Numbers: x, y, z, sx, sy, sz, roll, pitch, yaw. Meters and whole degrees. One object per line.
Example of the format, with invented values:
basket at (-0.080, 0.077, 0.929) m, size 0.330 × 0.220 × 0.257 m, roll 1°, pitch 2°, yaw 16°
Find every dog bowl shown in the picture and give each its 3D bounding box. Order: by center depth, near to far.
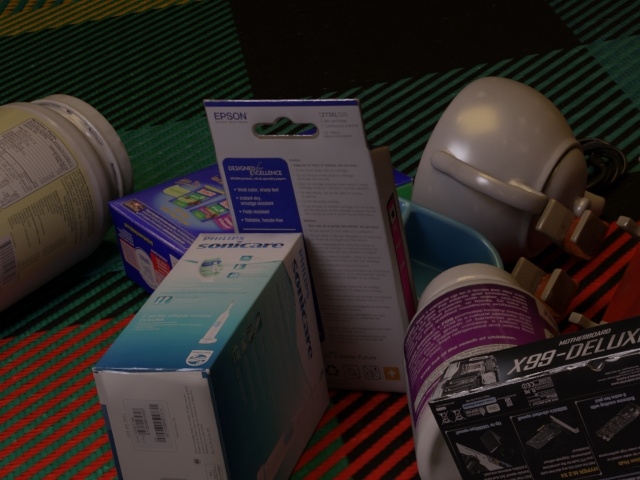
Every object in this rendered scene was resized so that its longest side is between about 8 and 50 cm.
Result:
dog bowl at (0.074, 0.022, 1.989) m, size 0.297 × 0.074 × 0.166 m, roll 23°, pitch 50°, yaw 6°

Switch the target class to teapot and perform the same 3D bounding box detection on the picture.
teapot at (0.238, -0.068, 2.116) m, size 0.187 × 0.252 × 0.256 m, roll 25°, pitch 54°, yaw 23°

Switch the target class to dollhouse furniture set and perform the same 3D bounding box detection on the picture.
dollhouse furniture set at (0.381, 0.017, 1.922) m, size 0.262 × 0.135 × 0.259 m, roll 20°, pitch 80°, yaw 47°

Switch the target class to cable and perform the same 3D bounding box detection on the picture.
cable at (0.324, -0.089, 2.342) m, size 0.150 × 0.047 × 0.184 m, roll 13°, pitch 30°, yaw 31°

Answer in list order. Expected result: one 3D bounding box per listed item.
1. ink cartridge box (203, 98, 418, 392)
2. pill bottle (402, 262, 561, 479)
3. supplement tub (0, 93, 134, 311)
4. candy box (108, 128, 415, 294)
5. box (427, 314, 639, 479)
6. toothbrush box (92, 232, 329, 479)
ink cartridge box at (0.000, 0.000, 1.868) m, size 0.176 × 0.371 × 0.069 m, roll 1°, pitch 35°, yaw 22°
pill bottle at (0.168, 0.141, 1.745) m, size 0.169 × 0.169 × 0.301 m, roll -9°, pitch 25°, yaw 2°
supplement tub at (-0.423, -0.041, 2.274) m, size 0.235 × 0.235 × 0.325 m, roll 9°, pitch 30°, yaw 35°
candy box at (-0.069, -0.016, 2.227) m, size 0.317 × 0.122 × 0.268 m, roll -22°, pitch 26°, yaw -22°
box at (0.276, 0.185, 1.432) m, size 0.307 × 0.242 × 0.076 m, roll -17°, pitch 16°, yaw 27°
toothbrush box at (-0.100, 0.148, 1.773) m, size 0.126 × 0.216 × 0.295 m, roll 0°, pitch 27°, yaw 20°
